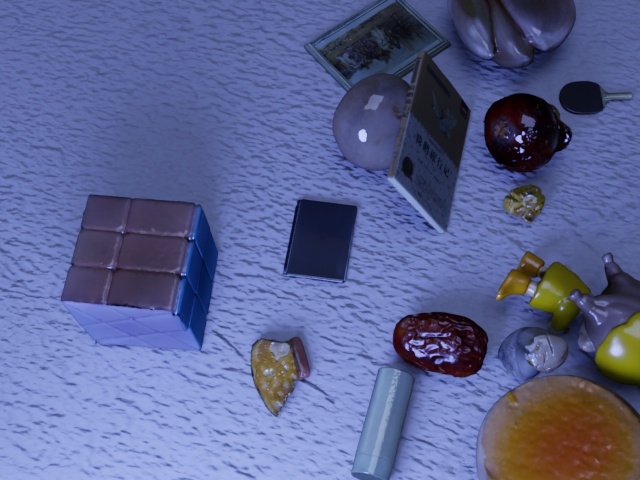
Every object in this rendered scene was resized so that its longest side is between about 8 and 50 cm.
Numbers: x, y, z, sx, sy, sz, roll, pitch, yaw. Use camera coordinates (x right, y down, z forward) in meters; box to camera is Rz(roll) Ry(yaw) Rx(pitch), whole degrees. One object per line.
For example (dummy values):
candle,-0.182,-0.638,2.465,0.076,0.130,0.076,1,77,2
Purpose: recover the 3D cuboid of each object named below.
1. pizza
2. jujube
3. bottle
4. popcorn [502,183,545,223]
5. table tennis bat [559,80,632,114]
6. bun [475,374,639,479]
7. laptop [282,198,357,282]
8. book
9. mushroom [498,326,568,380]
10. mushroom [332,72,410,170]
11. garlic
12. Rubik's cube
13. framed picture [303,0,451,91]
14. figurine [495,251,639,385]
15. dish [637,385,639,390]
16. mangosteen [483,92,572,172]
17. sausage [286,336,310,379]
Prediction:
pizza,-0.082,0.248,1.713,0.099,0.036,0.160,-29,61,14
jujube,0.222,0.190,1.702,0.176,0.109,0.112,12,30,11
bottle,0.114,0.334,1.651,0.072,0.072,0.201,13,65,9
popcorn,0.417,-0.082,1.850,0.084,0.084,0.084,-1,63,2
table tennis bat,0.602,-0.314,1.999,0.157,0.013,0.086,-1,62,3
bun,0.415,0.386,1.562,0.299,0.164,0.298,-9,51,11
laptop,0.000,0.000,1.859,0.129,0.016,0.180,8,64,6
book,0.227,-0.200,1.855,0.021,0.217,0.310,-6,57,37
mushroom,0.381,0.197,1.633,0.081,0.223,0.092,17,77,-1
mushroom,0.113,-0.250,1.906,0.204,0.204,0.204,-1,63,2
garlic,0.428,-0.500,2.034,0.279,0.132,0.325,-19,61,-7
Rubik's cube,-0.330,0.067,1.720,0.222,0.231,0.224,5,65,6
framed picture,0.130,-0.448,2.084,0.274,0.017,0.217,-36,68,-16
figurine,0.507,0.135,1.688,0.344,0.187,0.215,25,52,21
dish,0.657,0.250,1.691,0.091,0.039,0.137,34,70,18
mangosteen,0.431,-0.225,1.889,0.180,0.166,0.166,-14,60,-33
sausage,-0.043,0.224,1.735,0.034,0.034,0.083,-15,64,-6
